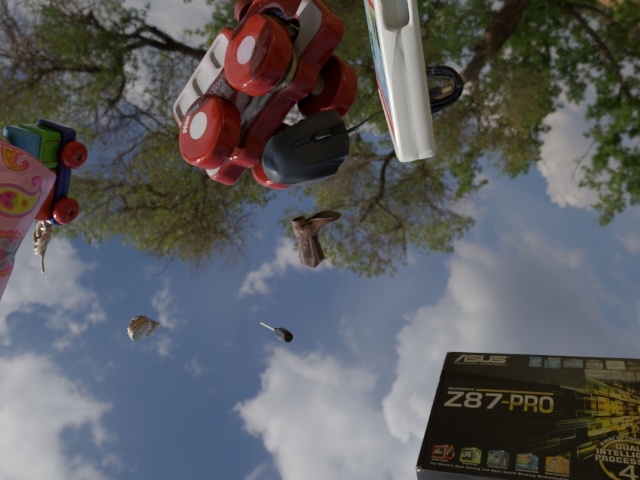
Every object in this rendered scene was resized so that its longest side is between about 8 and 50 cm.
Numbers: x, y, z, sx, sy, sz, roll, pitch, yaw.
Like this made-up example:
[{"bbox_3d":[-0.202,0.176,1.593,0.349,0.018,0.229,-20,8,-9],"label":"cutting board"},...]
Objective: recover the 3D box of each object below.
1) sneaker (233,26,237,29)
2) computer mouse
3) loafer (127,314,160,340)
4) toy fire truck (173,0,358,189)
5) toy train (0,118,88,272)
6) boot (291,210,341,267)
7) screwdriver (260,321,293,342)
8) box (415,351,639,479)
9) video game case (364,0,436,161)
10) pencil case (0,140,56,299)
[{"bbox_3d":[-0.101,-0.365,1.122,0.071,0.066,0.188,12,180,38],"label":"sneaker"},{"bbox_3d":[0.035,-0.125,0.634,0.041,0.242,0.071,7,-119,-65],"label":"computer mouse"},{"bbox_3d":[-0.336,0.158,1.089,0.039,0.045,0.125,39,175,6],"label":"loafer"},{"bbox_3d":[-0.103,-0.238,0.861,0.169,0.302,0.254,12,-144,-45],"label":"toy fire truck"},{"bbox_3d":[-0.438,-0.048,0.848,0.105,0.248,0.143,23,-162,20],"label":"toy train"},{"bbox_3d":[0.000,0.000,1.222,0.106,0.114,0.037,-8,-156,10],"label":"boot"},{"bbox_3d":[-0.094,0.172,1.140,0.025,0.024,0.170,23,173,-27],"label":"screwdriver"},{"bbox_3d":[0.395,0.333,1.031,0.395,0.097,0.318,-2,-154,25],"label":"box"},{"bbox_3d":[0.031,-0.215,0.373,0.025,0.285,0.204,-10,-155,6],"label":"video game case"},{"bbox_3d":[-0.401,0.026,0.645,0.124,0.124,0.284,22,-106,-17],"label":"pencil case"}]
